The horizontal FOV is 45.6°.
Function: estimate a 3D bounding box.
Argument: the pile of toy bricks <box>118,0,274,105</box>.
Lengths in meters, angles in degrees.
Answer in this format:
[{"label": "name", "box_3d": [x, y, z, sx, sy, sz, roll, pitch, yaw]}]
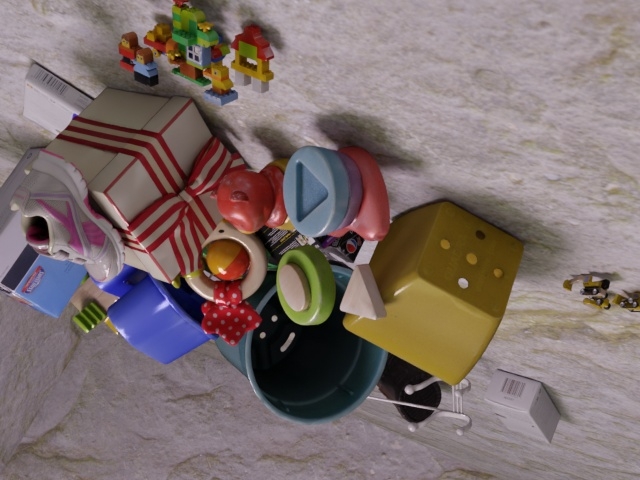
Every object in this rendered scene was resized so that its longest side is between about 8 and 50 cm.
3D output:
[{"label": "pile of toy bricks", "box_3d": [-0.168, -0.257, 0.974, 0.212, 0.118, 0.105, 27, 131, 29]}]

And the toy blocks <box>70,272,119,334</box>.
[{"label": "toy blocks", "box_3d": [-0.456, 0.061, 1.922, 0.190, 0.261, 0.381, 47, -166, -3]}]

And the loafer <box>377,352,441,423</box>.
[{"label": "loafer", "box_3d": [0.205, 0.357, 2.055, 0.366, 0.134, 0.130, 53, 173, -34]}]

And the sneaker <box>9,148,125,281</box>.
[{"label": "sneaker", "box_3d": [-0.392, -0.015, 1.161, 0.103, 0.111, 0.252, 18, 146, 34]}]

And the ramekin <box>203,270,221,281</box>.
[{"label": "ramekin", "box_3d": [-0.385, 0.139, 2.215, 0.277, 0.135, 0.277, 24, 160, 9]}]

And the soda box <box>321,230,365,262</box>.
[{"label": "soda box", "box_3d": [0.000, 0.000, 1.464, 0.169, 0.053, 0.060, 7, 153, 46]}]

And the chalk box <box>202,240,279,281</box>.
[{"label": "chalk box", "box_3d": [-0.183, 0.018, 1.633, 0.213, 0.132, 0.132, 35, 160, -20]}]

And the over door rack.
[{"label": "over door rack", "box_3d": [0.191, 0.312, 1.775, 0.324, 0.108, 0.239, 12, 121, 34]}]

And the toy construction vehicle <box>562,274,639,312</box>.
[{"label": "toy construction vehicle", "box_3d": [0.426, 0.079, 1.143, 0.086, 0.035, 0.098, 23, 167, -22]}]

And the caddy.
[{"label": "caddy", "box_3d": [-0.336, 0.116, 1.640, 0.241, 0.179, 0.341, 56, 180, 27]}]

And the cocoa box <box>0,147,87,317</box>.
[{"label": "cocoa box", "box_3d": [-0.672, -0.023, 1.845, 0.232, 0.347, 0.228, 7, 153, 49]}]

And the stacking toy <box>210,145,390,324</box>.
[{"label": "stacking toy", "box_3d": [-0.039, -0.001, 1.156, 0.131, 0.279, 0.309, -6, 179, -36]}]

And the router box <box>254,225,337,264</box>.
[{"label": "router box", "box_3d": [-0.057, -0.021, 1.396, 0.133, 0.046, 0.179, 51, 150, -2]}]

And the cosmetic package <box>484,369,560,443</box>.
[{"label": "cosmetic package", "box_3d": [0.484, 0.398, 1.814, 0.117, 0.085, 0.231, 13, 155, 37]}]

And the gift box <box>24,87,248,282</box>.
[{"label": "gift box", "box_3d": [-0.289, -0.093, 1.316, 0.258, 0.255, 0.276, 15, 152, 36]}]

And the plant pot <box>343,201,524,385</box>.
[{"label": "plant pot", "box_3d": [0.192, 0.065, 1.174, 0.212, 0.212, 0.187, 29, 149, -5]}]

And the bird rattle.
[{"label": "bird rattle", "box_3d": [-0.193, 0.063, 1.449, 0.253, 0.207, 0.143, 46, -164, -4]}]

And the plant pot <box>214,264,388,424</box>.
[{"label": "plant pot", "box_3d": [-0.076, 0.209, 1.736, 0.341, 0.341, 0.334, 37, 166, -25]}]

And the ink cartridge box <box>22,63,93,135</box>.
[{"label": "ink cartridge box", "box_3d": [-0.484, -0.239, 1.499, 0.206, 0.045, 0.208, 32, 160, -15]}]
